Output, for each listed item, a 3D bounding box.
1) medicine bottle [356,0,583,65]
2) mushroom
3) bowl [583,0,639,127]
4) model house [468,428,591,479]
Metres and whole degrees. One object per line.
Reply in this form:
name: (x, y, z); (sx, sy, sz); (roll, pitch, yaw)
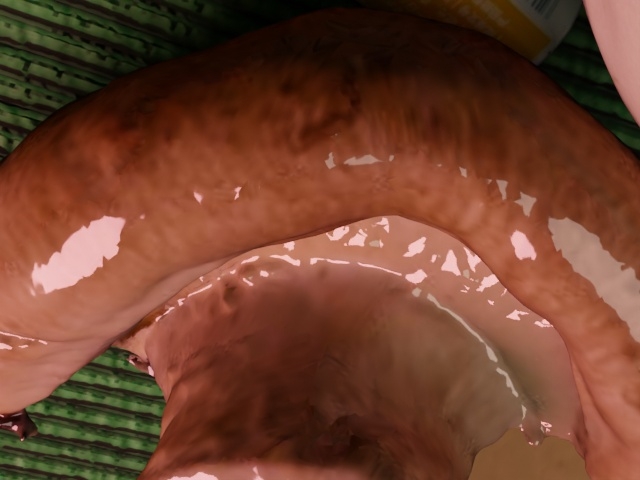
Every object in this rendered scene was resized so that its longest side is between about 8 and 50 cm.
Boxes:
medicine bottle: (-0.008, -0.126, 0.446); (0.074, 0.074, 0.218); (-42, 125, 18)
mushroom: (0.000, 0.000, 0.472); (0.285, 0.156, 0.151); (6, 134, 8)
bowl: (0.172, -0.128, 0.411); (0.277, 0.145, 0.277); (-39, 164, -13)
model house: (0.169, 0.112, 0.602); (0.189, 0.195, 0.214); (23, 121, -36)
